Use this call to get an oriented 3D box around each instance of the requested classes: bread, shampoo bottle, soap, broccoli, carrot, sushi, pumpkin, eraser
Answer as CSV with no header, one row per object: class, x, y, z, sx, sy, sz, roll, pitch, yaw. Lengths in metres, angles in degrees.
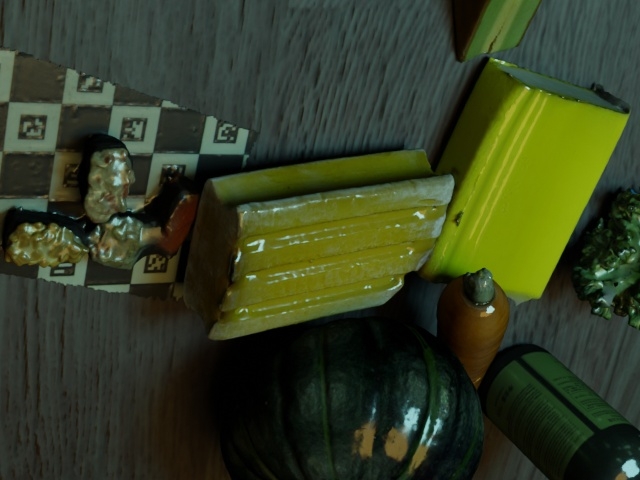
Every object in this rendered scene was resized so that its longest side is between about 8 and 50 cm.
bread,0.151,-0.235,1.163,0.074,0.084,0.139,-21,157,-19
shampoo bottle,0.277,0.217,1.334,0.101,0.284,0.101,-15,124,-24
soap,0.000,0.000,1.160,0.232,0.073,0.140,-11,133,-33
broccoli,0.349,0.019,1.343,0.167,0.160,0.154,3,89,-20
carrot,0.140,0.120,1.298,0.069,0.069,0.336,-24,151,-16
sushi,-0.189,-0.033,1.065,0.279,0.043,0.192,16,109,-36
pumpkin,0.027,0.169,1.218,0.250,0.216,0.250,-10,143,-7
eraser,0.187,-0.054,1.258,0.158,0.069,0.226,9,113,-36
